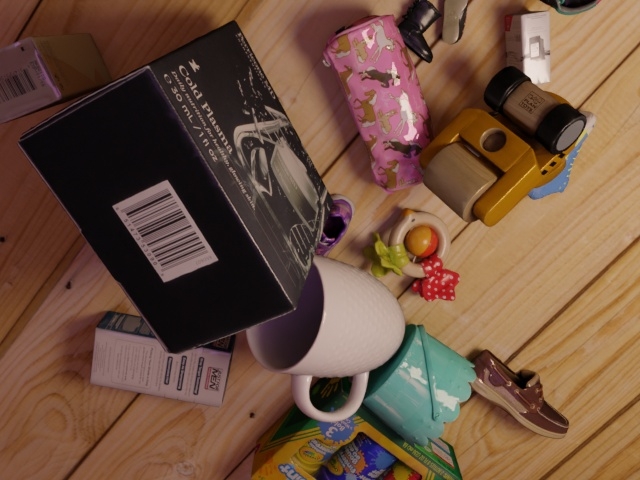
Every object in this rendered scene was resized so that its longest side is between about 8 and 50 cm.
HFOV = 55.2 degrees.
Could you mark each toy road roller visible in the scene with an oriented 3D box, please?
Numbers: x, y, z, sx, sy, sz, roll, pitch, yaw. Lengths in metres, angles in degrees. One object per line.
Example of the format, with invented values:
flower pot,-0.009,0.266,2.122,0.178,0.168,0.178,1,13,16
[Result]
toy road roller,0.398,-0.174,1.301,0.329,0.202,0.240,-45,148,6

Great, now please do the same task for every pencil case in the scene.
pencil case,0.144,-0.296,1.360,0.167,0.160,0.386,-7,116,42

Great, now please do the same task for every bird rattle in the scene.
bird rattle,0.245,0.034,1.502,0.254,0.143,0.206,21,93,-11

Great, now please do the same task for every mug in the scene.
mug,0.030,0.235,1.442,0.328,0.276,0.374,17,72,-41

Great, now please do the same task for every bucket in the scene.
bucket,0.235,0.356,1.544,0.183,0.281,0.281,38,106,-4

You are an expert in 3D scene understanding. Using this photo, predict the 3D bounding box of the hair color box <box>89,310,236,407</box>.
hair color box,-0.411,0.311,1.611,0.347,0.105,0.173,12,110,-4

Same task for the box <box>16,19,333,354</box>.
box,-0.232,-0.126,1.226,0.297,0.471,0.479,-22,112,19

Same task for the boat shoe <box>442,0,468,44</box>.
boat shoe,0.298,-0.500,1.346,0.049,0.042,0.133,15,111,21

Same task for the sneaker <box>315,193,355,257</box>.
sneaker,0.000,0.000,1.497,0.095,0.104,0.236,30,109,-12

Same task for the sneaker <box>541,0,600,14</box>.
sneaker,0.454,-0.541,1.255,0.296,0.178,0.123,15,109,-4

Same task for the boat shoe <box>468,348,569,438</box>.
boat shoe,0.546,0.406,1.641,0.342,0.123,0.123,34,108,-5

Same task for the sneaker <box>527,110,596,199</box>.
sneaker,0.561,-0.192,1.447,0.240,0.091,0.126,-41,123,13

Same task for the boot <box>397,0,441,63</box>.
boot,0.229,-0.468,1.357,0.121,0.045,0.099,37,100,-14

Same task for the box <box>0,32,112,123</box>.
box,-0.561,-0.342,1.260,0.148,0.311,0.121,-20,109,8

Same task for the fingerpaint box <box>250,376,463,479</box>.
fingerpaint box,0.097,0.614,1.691,0.445,0.163,0.371,40,105,-13

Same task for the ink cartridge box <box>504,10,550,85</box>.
ink cartridge box,0.452,-0.418,1.337,0.063,0.109,0.150,-9,110,0

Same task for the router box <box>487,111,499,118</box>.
router box,0.382,-0.247,1.439,0.123,0.038,0.092,-14,110,5
